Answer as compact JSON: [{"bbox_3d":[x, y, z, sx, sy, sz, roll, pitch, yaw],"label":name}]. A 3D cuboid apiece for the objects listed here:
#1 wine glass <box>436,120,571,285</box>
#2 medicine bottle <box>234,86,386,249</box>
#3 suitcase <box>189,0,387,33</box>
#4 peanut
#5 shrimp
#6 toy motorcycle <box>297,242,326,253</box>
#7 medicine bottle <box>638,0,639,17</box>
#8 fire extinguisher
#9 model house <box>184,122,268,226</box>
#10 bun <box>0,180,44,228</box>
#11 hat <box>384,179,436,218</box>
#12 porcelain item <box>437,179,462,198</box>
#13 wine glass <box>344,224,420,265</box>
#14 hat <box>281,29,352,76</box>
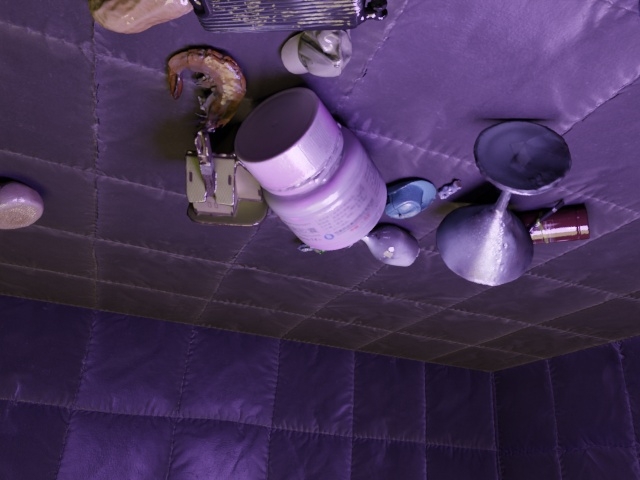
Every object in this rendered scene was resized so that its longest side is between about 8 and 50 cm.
[{"bbox_3d":[0.442,-0.084,1.306,0.266,0.267,0.406,1,152,6],"label":"wine glass"},{"bbox_3d":[-0.018,-0.155,1.203,0.256,0.256,0.325,-10,144,28],"label":"medicine bottle"},{"bbox_3d":[-0.057,-0.419,0.790,0.311,0.128,0.202,0,155,9],"label":"suitcase"},{"bbox_3d":[-0.302,-0.408,0.897,0.214,0.090,0.098,-9,164,25],"label":"peanut"},{"bbox_3d":[-0.255,-0.316,1.138,0.173,0.058,0.253,25,147,-25],"label":"shrimp"},{"bbox_3d":[0.000,0.000,1.760,0.106,0.074,0.190,5,156,-26],"label":"toy motorcycle"},{"bbox_3d":[0.577,-0.343,0.730,0.244,0.245,0.290,-7,154,23],"label":"medicine bottle"},{"bbox_3d":[0.591,-0.042,1.552,0.341,0.105,0.142,-7,116,23],"label":"fire extinguisher"},{"bbox_3d":[-0.225,-0.199,1.255,0.204,0.219,0.279,2,142,3],"label":"model house"},{"bbox_3d":[-0.933,-0.115,1.598,0.173,0.114,0.167,-20,159,-3],"label":"bun"},{"bbox_3d":[0.230,-0.103,1.486,0.190,0.078,0.138,-16,150,37],"label":"hat"},{"bbox_3d":[0.351,-0.137,1.453,0.036,0.028,0.083,11,156,-20],"label":"porcelain item"},{"bbox_3d":[0.186,0.002,1.670,0.241,0.127,0.126,19,151,-25],"label":"wine glass"},{"bbox_3d":[-0.010,-0.353,0.998,0.166,0.081,0.122,-5,153,42],"label":"hat"}]
